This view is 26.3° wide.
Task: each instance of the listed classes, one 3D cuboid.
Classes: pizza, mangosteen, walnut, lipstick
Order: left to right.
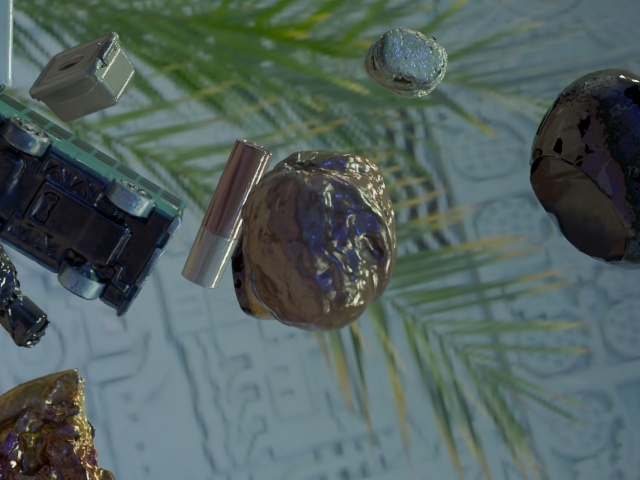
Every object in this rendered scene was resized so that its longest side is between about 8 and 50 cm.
[{"bbox_3d":[-0.443,0.390,2.060,0.278,0.408,0.114,36,-10,-7],"label":"pizza"},{"bbox_3d":[-0.159,-0.045,2.333,0.254,0.070,0.070,-67,-158,9],"label":"lipstick"},{"bbox_3d":[0.000,0.001,2.028,0.273,0.227,0.273,-10,90,-83],"label":"walnut"},{"bbox_3d":[0.414,-0.098,1.762,0.287,0.233,0.287,42,-31,32],"label":"mangosteen"}]

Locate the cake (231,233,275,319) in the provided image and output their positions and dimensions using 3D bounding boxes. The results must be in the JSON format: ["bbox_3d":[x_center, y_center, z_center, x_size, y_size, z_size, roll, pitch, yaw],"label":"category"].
[{"bbox_3d":[-0.051,0.057,2.576,0.208,0.178,0.185,27,62,-63],"label":"cake"}]

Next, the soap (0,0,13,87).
[{"bbox_3d":[-0.487,-0.334,1.786,0.087,0.160,0.265,-1,-91,61],"label":"soap"}]

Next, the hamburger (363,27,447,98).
[{"bbox_3d":[0.150,-0.308,2.361,0.140,0.133,0.062,31,-38,7],"label":"hamburger"}]

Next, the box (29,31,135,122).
[{"bbox_3d":[-0.411,-0.280,2.404,0.093,0.172,0.124,53,41,-30],"label":"box"}]

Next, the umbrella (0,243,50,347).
[{"bbox_3d":[-0.484,0.001,1.751,0.336,0.154,0.128,47,-65,17],"label":"umbrella"}]

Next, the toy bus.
[{"bbox_3d":[-0.274,-0.047,1.392,0.128,0.256,0.147,-58,-174,8],"label":"toy bus"}]
